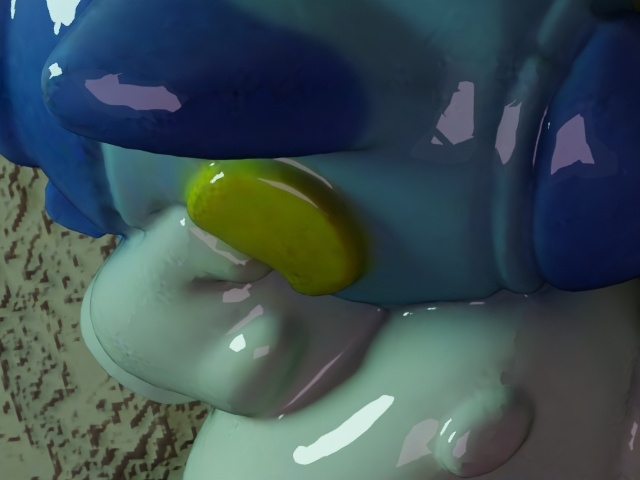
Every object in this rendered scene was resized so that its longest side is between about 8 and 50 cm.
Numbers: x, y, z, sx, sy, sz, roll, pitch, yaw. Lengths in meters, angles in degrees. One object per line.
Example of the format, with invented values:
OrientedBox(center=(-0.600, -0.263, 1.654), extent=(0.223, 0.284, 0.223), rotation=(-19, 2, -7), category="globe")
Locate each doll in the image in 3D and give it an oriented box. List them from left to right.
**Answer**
OrientedBox(center=(0.000, 0.004, 0.625), extent=(0.376, 0.187, 0.366), rotation=(-26, 111, 10), category="doll")
